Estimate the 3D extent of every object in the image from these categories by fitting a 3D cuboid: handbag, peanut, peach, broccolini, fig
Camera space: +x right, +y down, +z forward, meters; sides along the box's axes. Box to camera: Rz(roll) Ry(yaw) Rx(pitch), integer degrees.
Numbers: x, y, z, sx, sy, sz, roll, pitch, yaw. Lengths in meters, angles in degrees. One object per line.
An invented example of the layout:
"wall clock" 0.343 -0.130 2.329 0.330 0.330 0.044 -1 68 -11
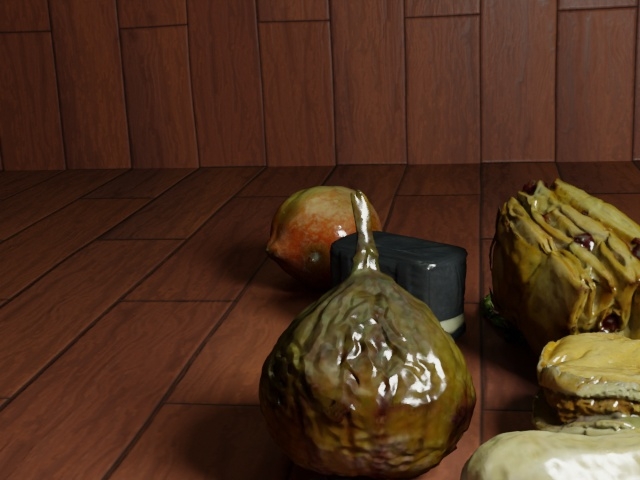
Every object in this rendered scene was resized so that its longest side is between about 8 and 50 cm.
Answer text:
"handbag" 0.140 0.090 1.748 0.254 0.182 0.181 11 19 36
"peanut" 0.308 0.283 1.073 0.313 0.152 0.152 2 14 -5
"peach" 0.000 0.000 2.054 0.256 0.232 0.232 -23 24 -31
"broccolini" 0.368 0.132 1.817 0.123 0.062 0.271 6 11 -5
"fig" 0.049 0.118 1.284 0.286 0.369 0.286 -7 -1 0

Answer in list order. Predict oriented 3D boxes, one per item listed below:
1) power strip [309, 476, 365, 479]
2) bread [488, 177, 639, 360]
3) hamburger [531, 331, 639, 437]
"power strip" 0.033 0.341 1.094 0.109 0.038 0.279 -6 15 -13
"bread" 0.383 0.078 1.535 0.167 0.278 0.324 -17 38 -26
"hamburger" 0.426 0.216 1.306 0.283 0.145 0.259 0 10 28
